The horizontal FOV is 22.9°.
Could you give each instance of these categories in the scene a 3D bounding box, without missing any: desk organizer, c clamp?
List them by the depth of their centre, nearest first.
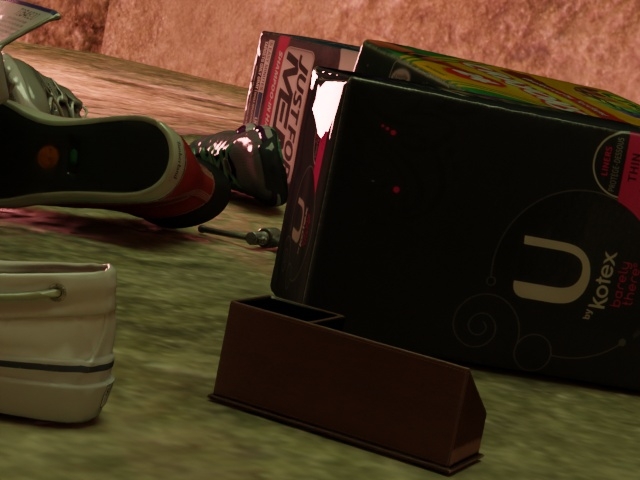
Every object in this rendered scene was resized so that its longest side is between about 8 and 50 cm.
[{"bbox_3d":[0.016,0.067,0.763,0.130,0.050,0.047,15,9,24],"label":"desk organizer"},{"bbox_3d":[0.000,0.000,1.336,0.137,0.022,0.160,17,10,37],"label":"c clamp"}]

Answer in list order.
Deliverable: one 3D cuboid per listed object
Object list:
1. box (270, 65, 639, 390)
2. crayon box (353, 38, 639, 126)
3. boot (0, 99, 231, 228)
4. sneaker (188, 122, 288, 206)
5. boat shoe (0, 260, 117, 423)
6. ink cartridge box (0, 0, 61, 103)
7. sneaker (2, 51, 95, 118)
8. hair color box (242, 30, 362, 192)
[{"bbox_3d":[0.119,-0.009,1.032,0.270,0.165,0.143,9,8,-10],"label":"box"},{"bbox_3d":[0.201,-0.076,1.273,0.318,0.081,0.202,8,16,-32],"label":"crayon box"},{"bbox_3d":[-0.203,-0.054,1.274,0.244,0.088,0.176,6,-7,14],"label":"boot"},{"bbox_3d":[-0.094,-0.071,1.608,0.098,0.083,0.223,-12,7,-9],"label":"sneaker"},{"bbox_3d":[-0.198,0.023,0.681,0.226,0.076,0.083,9,8,-16],"label":"boat shoe"},{"bbox_3d":[-0.316,-0.113,1.188,0.224,0.045,0.223,-31,24,-17],"label":"ink cartridge box"},{"bbox_3d":[-0.272,-0.126,1.552,0.115,0.105,0.281,9,7,-12],"label":"sneaker"},{"bbox_3d":[0.047,-0.117,1.690,0.105,0.174,0.347,5,9,-34],"label":"hair color box"}]
